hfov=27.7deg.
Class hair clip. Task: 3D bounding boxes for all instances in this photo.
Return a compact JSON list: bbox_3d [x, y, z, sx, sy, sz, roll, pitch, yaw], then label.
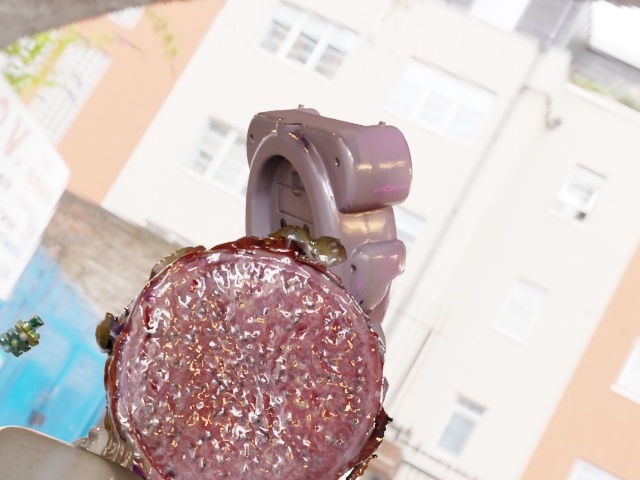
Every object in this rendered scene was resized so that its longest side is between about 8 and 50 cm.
[{"bbox_3d":[-0.440,0.144,1.910,0.049,0.049,0.173,33,-25,-15],"label":"hair clip"}]

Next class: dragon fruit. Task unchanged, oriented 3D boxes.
[{"bbox_3d":[-0.106,0.154,1.363,0.296,0.314,0.263,65,-14,1],"label":"dragon fruit"}]

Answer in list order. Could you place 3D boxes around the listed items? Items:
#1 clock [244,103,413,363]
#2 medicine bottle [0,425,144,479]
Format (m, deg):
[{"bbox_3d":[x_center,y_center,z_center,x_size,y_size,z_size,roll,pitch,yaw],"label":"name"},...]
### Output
[{"bbox_3d":[0.000,0.000,1.641,0.113,0.322,0.295,-7,14,-27],"label":"clock"},{"bbox_3d":[-0.220,0.269,0.946,0.123,0.282,0.375,20,-13,1],"label":"medicine bottle"}]
